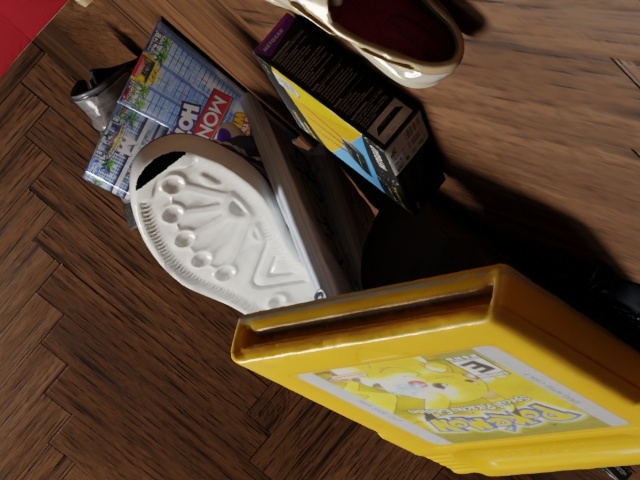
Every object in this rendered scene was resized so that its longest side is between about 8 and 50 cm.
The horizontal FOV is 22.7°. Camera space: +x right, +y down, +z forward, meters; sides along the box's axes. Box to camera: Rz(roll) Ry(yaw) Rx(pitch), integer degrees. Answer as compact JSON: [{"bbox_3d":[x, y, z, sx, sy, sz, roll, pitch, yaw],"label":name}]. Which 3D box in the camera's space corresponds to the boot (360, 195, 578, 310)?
[{"bbox_3d":[0.123,0.033,1.428,0.115,0.112,0.305,19,-171,-22],"label":"boot"}]

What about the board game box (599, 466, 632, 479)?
[{"bbox_3d":[0.350,0.271,2.269,0.126,0.026,0.186,43,175,-30],"label":"board game box"}]

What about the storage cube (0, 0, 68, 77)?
[{"bbox_3d":[-0.470,-0.337,2.048,0.215,0.184,0.193,36,174,40],"label":"storage cube"}]

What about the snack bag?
[{"bbox_3d":[0.038,0.030,1.593,0.342,0.037,0.323,46,-161,-56],"label":"snack bag"}]

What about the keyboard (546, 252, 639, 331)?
[{"bbox_3d":[0.217,0.053,1.228,0.100,0.038,0.192,41,174,-13],"label":"keyboard"}]

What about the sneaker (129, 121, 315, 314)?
[{"bbox_3d":[-0.103,-0.056,1.603,0.323,0.130,0.236,44,-164,-44],"label":"sneaker"}]

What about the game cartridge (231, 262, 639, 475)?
[{"bbox_3d":[0.135,0.123,1.319,0.285,0.053,0.323,-13,145,43],"label":"game cartridge"}]

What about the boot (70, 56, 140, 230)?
[{"bbox_3d":[-0.225,-0.156,2.235,0.338,0.118,0.223,-49,-63,-77],"label":"boot"}]

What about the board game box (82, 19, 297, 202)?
[{"bbox_3d":[-0.134,-0.111,1.757,0.194,0.194,0.060,26,-179,-5],"label":"board game box"}]

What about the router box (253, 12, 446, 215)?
[{"bbox_3d":[0.027,-0.096,1.257,0.133,0.046,0.179,39,175,18],"label":"router box"}]

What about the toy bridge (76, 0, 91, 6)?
[{"bbox_3d":[-0.344,-0.351,1.885,0.188,0.026,0.063,43,175,-31],"label":"toy bridge"}]

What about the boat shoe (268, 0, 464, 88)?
[{"bbox_3d":[0.011,-0.145,0.873,0.170,0.063,0.059,31,174,-11],"label":"boat shoe"}]
